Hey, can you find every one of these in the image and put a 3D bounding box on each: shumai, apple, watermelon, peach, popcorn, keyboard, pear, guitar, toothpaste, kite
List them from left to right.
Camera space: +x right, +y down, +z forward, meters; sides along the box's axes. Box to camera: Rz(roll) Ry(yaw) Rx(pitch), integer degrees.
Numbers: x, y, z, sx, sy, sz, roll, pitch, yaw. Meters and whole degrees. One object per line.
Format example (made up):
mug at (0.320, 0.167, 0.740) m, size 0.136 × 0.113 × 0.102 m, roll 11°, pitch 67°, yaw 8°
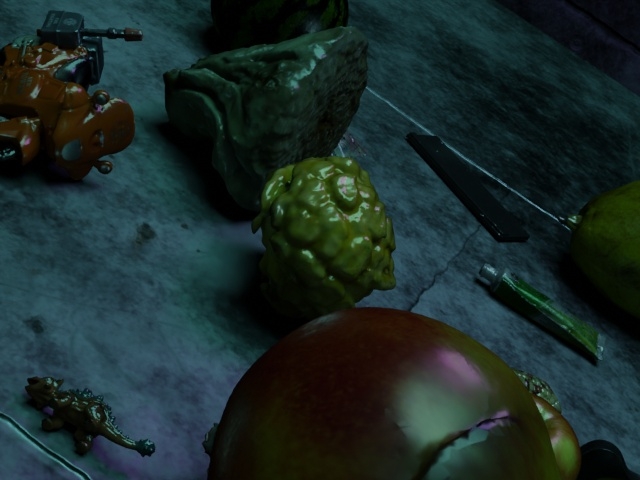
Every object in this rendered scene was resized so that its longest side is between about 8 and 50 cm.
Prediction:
shumai at (-0.103, -0.229, 1.635) m, size 0.263 × 0.304 × 0.309 m, roll 29°, pitch 26°, yaw 18°
watermelon at (-0.078, -0.445, 2.017) m, size 0.269 × 0.269 × 0.269 m, roll 24°, pitch 30°, yaw -15°
popcorn at (0.000, 0.000, 1.432) m, size 0.190 × 0.250 × 0.250 m, roll -15°, pitch 40°, yaw -2°
kite at (0.047, -0.145, 1.837) m, size 0.139 × 0.011 × 0.156 m, roll -14°, pitch 82°, yaw -53°
peach at (0.043, 0.237, 1.011) m, size 0.370 × 0.370 × 0.370 m, roll 24°, pitch 30°, yaw -15°
keyboard at (0.279, -0.106, 2.065) m, size 0.101 × 0.018 × 0.310 m, roll 1°, pitch 41°, yaw -45°
apple at (0.242, 0.267, 1.343) m, size 0.163 × 0.139 × 0.163 m, roll 13°, pitch 40°, yaw -11°
toothpaste at (0.372, 0.114, 1.791) m, size 0.248 × 0.047 × 0.078 m, roll 34°, pitch 31°, yaw 0°
guitar at (0.430, 0.359, 1.452) m, size 0.233 × 0.088 × 0.025 m, roll 39°, pitch 28°, yaw -6°
pear at (0.615, 0.013, 1.961) m, size 0.375 × 0.287 × 0.287 m, roll 16°, pitch 29°, yaw 6°

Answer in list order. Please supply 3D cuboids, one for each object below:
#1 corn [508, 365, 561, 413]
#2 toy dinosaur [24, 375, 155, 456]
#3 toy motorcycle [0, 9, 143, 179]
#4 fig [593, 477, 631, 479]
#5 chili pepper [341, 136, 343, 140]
corn at (0.226, 0.203, 1.473) m, size 0.253 × 0.086 × 0.086 m, roll 16°, pitch 33°, yaw -27°
toy dinosaur at (-0.239, 0.183, 1.099) m, size 0.154 × 0.049 × 0.055 m, roll 28°, pitch 26°, yaw 4°
toy motorcycle at (-0.360, -0.201, 1.485) m, size 0.221 × 0.148 × 0.325 m, roll 4°, pitch 40°, yaw -3°
fig at (0.351, 0.395, 1.232) m, size 0.195 × 0.195 × 0.245 m, roll 22°, pitch 65°, yaw -17°
chili pepper at (-0.071, -0.207, 1.826) m, size 0.257 × 0.100 × 0.074 m, roll 19°, pitch 3°, yaw -17°
